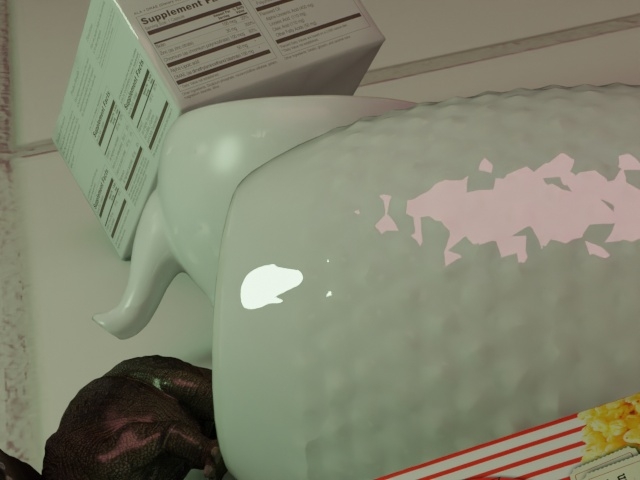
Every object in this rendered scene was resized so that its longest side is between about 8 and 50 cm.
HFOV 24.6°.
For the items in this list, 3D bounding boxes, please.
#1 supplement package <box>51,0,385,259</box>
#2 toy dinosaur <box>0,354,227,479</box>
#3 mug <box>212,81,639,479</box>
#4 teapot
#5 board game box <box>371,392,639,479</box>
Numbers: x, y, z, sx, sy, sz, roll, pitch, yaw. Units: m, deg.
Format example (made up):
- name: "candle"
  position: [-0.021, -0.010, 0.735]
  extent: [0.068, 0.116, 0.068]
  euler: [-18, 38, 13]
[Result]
- name: "supplement package"
  position: [-0.098, -0.132, 1.290]
  extent: [0.204, 0.262, 0.145]
  euler: [-23, 73, -28]
- name: "toy dinosaur"
  position: [-0.107, 0.124, 0.945]
  extent: [0.160, 0.121, 0.313]
  euler: [18, 38, 22]
- name: "mug"
  position: [0.124, 0.048, 0.833]
  extent: [0.328, 0.276, 0.374]
  euler: [2, 6, 7]
- name: "teapot"
  position: [0.000, 0.000, 1.109]
  extent: [0.253, 0.187, 0.256]
  euler: [5, -9, -44]
- name: "board game box"
  position: [0.085, 0.134, 0.579]
  extent: [0.194, 0.045, 0.146]
  euler: [-19, 24, 6]
